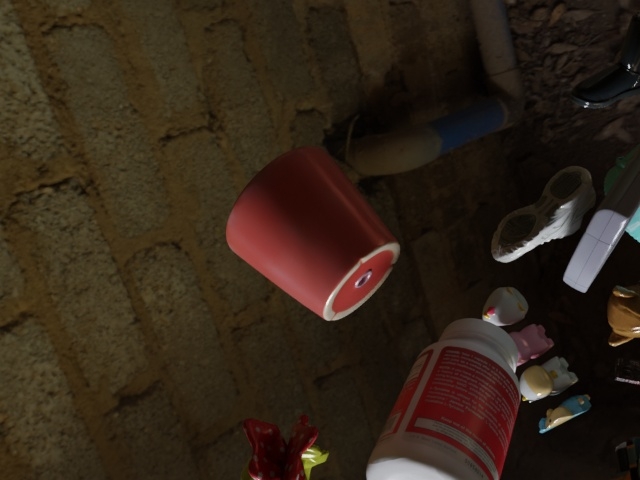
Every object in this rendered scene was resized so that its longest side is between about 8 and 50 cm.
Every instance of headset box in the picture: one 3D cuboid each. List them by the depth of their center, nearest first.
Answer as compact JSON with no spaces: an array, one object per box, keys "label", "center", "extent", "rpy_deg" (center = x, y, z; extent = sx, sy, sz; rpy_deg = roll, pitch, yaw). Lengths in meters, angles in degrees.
[{"label":"headset box","center":[0.878,0.369,1.634],"extent":[0.083,0.062,0.032],"rpy_deg":[7,157,22]}]

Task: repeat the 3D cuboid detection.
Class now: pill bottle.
[{"label":"pill bottle","center":[0.268,0.350,1.163],"extent":[0.228,0.408,0.229],"rpy_deg":[17,130,21]}]

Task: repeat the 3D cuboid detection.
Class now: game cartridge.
[{"label":"game cartridge","center":[0.516,-0.027,1.033],"extent":[0.062,0.198,0.297],"rpy_deg":[37,164,25]}]

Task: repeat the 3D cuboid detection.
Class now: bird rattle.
[{"label":"bird rattle","center":[-0.034,0.354,0.806],"extent":[0.253,0.142,0.207],"rpy_deg":[110,153,-65]}]

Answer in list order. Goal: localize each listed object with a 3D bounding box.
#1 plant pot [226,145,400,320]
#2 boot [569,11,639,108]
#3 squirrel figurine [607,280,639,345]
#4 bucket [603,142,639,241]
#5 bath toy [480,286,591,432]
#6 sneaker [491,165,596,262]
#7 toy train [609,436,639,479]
[{"label":"plant pot","center":[0.000,0.000,1.096],"extent":[0.243,0.274,0.275],"rpy_deg":[43,138,23]},{"label":"boot","center":[0.745,-0.453,1.441],"extent":[0.094,0.246,0.207],"rpy_deg":[54,153,42]},{"label":"squirrel figurine","center":[0.914,0.223,1.443],"extent":[0.370,0.397,0.281],"rpy_deg":[9,125,26]},{"label":"bucket","center":[0.784,-0.119,1.273],"extent":[0.281,0.281,0.183],"rpy_deg":[55,146,12]},{"label":"bath toy","center":[0.496,0.276,1.408],"extent":[0.129,0.151,0.348],"rpy_deg":[-41,55,26]},{"label":"sneaker","center":[0.438,-0.027,1.115],"extent":[0.232,0.115,0.090],"rpy_deg":[-42,38,16]},{"label":"toy train","center":[0.508,0.439,0.834],"extent":[0.190,0.142,0.334],"rpy_deg":[114,165,-57]}]
